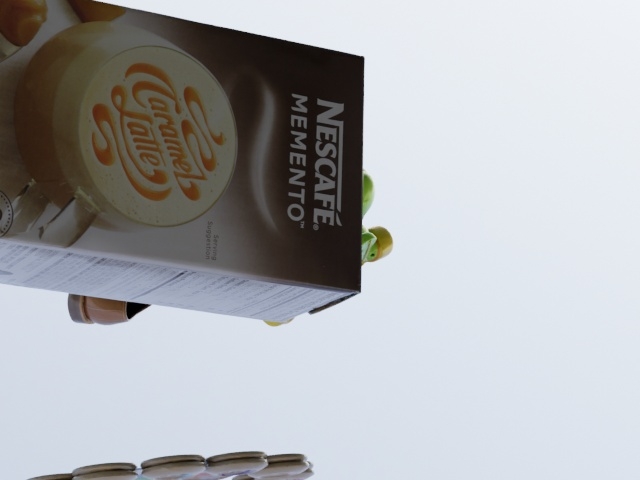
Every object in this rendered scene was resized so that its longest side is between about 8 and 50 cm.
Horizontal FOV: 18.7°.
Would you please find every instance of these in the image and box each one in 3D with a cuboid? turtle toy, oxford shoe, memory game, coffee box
[{"bbox_3d":[0.000,0.000,1.360,0.066,0.130,0.095,52,-142,14],"label":"turtle toy"},{"bbox_3d":[-0.167,0.022,1.962,0.076,0.076,0.212,9,-141,27],"label":"oxford shoe"},{"bbox_3d":[-0.094,0.144,1.144,0.186,0.186,0.012,2,-106,-31],"label":"memory game"},{"bbox_3d":[-0.106,-0.045,1.029,0.246,0.141,0.098,8,164,-26],"label":"coffee box"}]
